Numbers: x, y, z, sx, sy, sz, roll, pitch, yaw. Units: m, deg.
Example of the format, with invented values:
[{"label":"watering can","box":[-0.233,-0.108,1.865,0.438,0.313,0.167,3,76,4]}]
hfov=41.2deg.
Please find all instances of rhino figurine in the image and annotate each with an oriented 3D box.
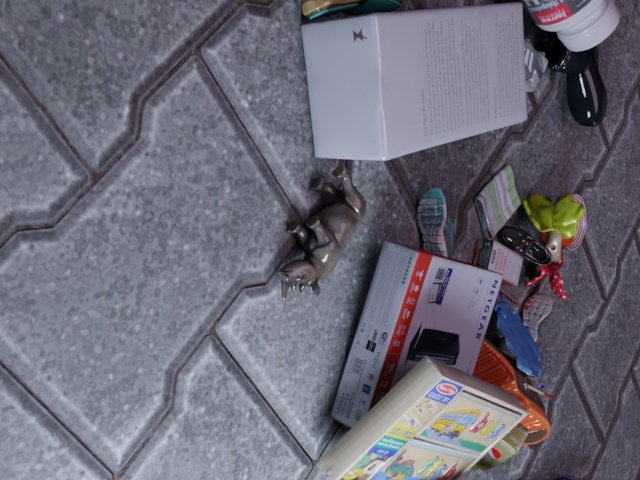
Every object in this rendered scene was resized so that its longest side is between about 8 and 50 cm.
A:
[{"label":"rhino figurine","box":[0.000,0.000,1.409,0.106,0.073,0.243,46,63,-37]}]

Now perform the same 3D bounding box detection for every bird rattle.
[{"label":"bird rattle","box":[0.558,0.001,1.995,0.207,0.143,0.254,-44,129,-56]}]

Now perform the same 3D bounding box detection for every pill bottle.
[{"label":"pill bottle","box":[0.485,-0.549,1.764,0.318,0.176,0.176,42,64,-29]}]

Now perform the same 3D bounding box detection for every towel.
[{"label":"towel","box":[0.393,-0.085,1.871,0.152,0.023,0.113,-43,125,-36]}]

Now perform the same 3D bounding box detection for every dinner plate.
[{"label":"dinner plate","box":[0.632,-0.046,2.145,0.141,0.017,0.141,-8,101,-47]}]

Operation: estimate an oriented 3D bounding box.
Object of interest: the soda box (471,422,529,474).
[{"label":"soda box","box":[0.364,0.430,1.790,0.058,0.181,0.061,38,57,5]}]

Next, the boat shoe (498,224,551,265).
[{"label":"boat shoe","box":[0.455,0.009,1.889,0.133,0.042,0.049,32,107,-5]}]

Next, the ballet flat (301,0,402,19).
[{"label":"ballet flat","box":[0.055,-0.416,1.422,0.232,0.080,0.073,-20,94,-47]}]

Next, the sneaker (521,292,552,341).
[{"label":"sneaker","box":[0.497,0.194,2.008,0.158,0.061,0.065,-56,158,-27]}]

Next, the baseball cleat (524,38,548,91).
[{"label":"baseball cleat","box":[0.429,-0.381,1.842,0.206,0.072,0.109,14,91,-44]}]

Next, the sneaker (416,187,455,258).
[{"label":"sneaker","box":[0.234,-0.028,1.681,0.076,0.065,0.166,-33,126,-50]}]

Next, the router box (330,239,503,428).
[{"label":"router box","box":[0.188,0.188,1.591,0.301,0.082,0.335,13,95,-48]}]

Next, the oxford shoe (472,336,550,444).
[{"label":"oxford shoe","box":[0.374,0.296,1.852,0.364,0.130,0.133,51,25,-30]}]

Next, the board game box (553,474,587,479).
[{"label":"board game box","box":[0.558,0.731,2.107,0.347,0.078,0.233,4,91,-48]}]

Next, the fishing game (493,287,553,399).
[{"label":"fishing game","box":[0.423,0.217,1.853,0.189,0.041,0.264,30,38,-46]}]

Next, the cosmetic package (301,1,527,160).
[{"label":"cosmetic package","box":[0.184,-0.291,1.511,0.453,0.161,0.230,-19,109,-45]}]

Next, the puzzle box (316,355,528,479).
[{"label":"puzzle box","box":[0.203,0.356,1.556,0.272,0.052,0.409,-47,143,11]}]

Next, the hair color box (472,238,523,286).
[{"label":"hair color box","box":[0.389,0.049,1.866,0.141,0.043,0.072,25,76,-48]}]

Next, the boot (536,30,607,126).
[{"label":"boot","box":[0.584,-0.391,1.991,0.207,0.094,0.247,-6,92,-51]}]
